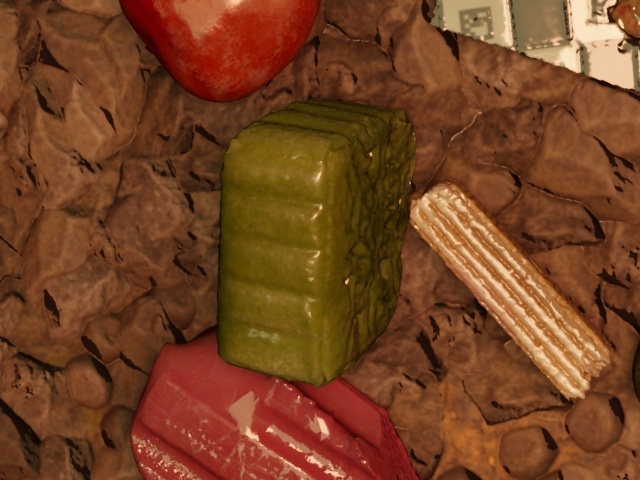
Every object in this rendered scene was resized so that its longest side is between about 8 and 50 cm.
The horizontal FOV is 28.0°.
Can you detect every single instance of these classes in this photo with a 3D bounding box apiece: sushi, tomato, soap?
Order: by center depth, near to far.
[{"bbox_3d":[0.274,-0.288,1.144,0.292,0.059,0.294,22,104,9],"label":"sushi"},{"bbox_3d":[-0.095,-0.228,1.203,0.187,0.151,0.187,1,94,15],"label":"tomato"},{"bbox_3d":[-0.042,0.230,1.273,0.325,0.127,0.220,35,105,7],"label":"soap"}]

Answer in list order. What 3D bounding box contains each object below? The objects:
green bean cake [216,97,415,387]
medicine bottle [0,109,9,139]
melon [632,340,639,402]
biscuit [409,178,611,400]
[{"bbox_3d":[0.000,0.000,1.178,0.125,0.222,0.248,12,108,19],"label":"green bean cake"},{"bbox_3d":[-0.391,-0.146,1.325,0.080,0.080,0.130,-41,87,17],"label":"medicine bottle"},{"bbox_3d":[0.346,0.104,1.159,0.114,0.114,0.167,37,106,6],"label":"melon"},{"bbox_3d":[0.179,0.041,1.196,0.062,0.108,0.239,-42,87,11],"label":"biscuit"}]
